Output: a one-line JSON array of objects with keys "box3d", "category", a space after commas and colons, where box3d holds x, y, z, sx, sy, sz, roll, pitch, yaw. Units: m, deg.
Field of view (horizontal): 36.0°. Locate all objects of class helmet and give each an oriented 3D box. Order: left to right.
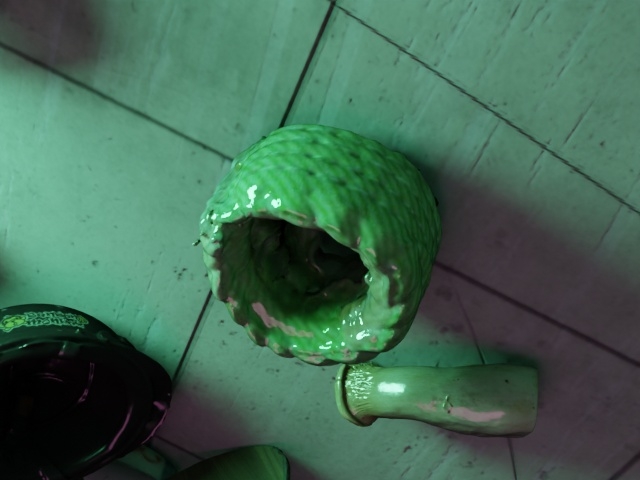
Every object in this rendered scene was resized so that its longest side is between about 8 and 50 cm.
[{"box3d": [-0.332, 0.168, 1.177, 0.278, 0.160, 0.231, -5, 123, -29], "category": "helmet"}]

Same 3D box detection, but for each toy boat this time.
[{"box3d": [-0.301, 0.306, 1.359, 0.207, 0.079, 0.134, 22, 131, -12], "category": "toy boat"}]

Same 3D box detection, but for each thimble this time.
[{"box3d": [0.000, 0.000, 0.921, 0.218, 0.150, 0.219, 11, 131, 12], "category": "thimble"}]

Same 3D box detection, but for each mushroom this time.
[{"box3d": [0.122, 0.168, 1.058, 0.223, 0.092, 0.081, 0, 84, 18], "category": "mushroom"}]

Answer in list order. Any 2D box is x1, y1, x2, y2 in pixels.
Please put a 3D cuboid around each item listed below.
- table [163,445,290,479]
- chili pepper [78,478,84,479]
[{"box3d": [-0.096, 0.454, 1.276, 0.317, 0.317, 0.249, -13, 131, 30], "category": "table"}, {"box3d": [-0.321, 0.330, 1.233, 0.257, 0.100, 0.074, 52, 133, 15], "category": "chili pepper"}]
